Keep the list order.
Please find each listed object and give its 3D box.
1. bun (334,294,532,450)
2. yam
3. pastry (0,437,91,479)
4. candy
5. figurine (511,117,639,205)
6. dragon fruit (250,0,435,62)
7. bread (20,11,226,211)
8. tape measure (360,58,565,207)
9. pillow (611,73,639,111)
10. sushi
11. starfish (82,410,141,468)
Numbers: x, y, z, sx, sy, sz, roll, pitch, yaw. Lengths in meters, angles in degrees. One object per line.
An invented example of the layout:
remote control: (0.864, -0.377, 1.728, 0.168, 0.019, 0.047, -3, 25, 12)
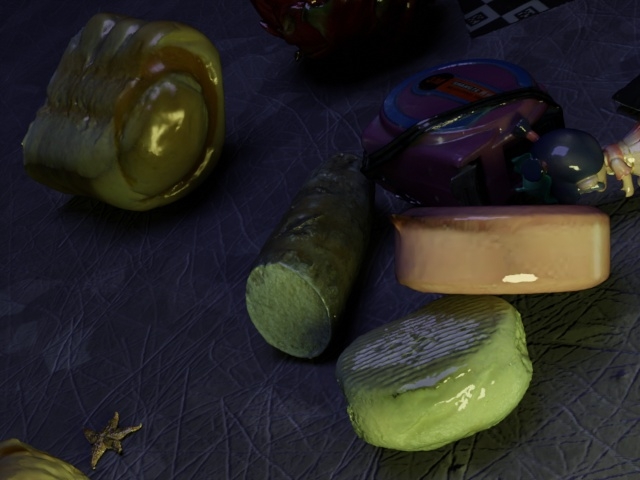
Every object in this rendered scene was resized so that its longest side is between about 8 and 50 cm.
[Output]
bun: (0.129, 0.147, 1.567, 0.221, 0.108, 0.221, -20, 22, 9)
yam: (0.000, 0.000, 1.851, 0.133, 0.133, 0.330, -8, 34, 26)
pastry: (-0.325, 0.385, 1.353, 0.388, 0.312, 0.388, -21, 20, 8)
candy: (0.195, 0.007, 1.624, 0.255, 0.094, 0.255, -1, 2, 0)
figurine: (0.323, -0.094, 1.739, 0.195, 0.102, 0.111, -11, 31, -6)
dragon fruit: (0.036, -0.430, 2.295, 0.329, 0.329, 0.329, -18, 33, 12)
bread: (-0.270, -0.190, 2.235, 0.341, 0.210, 0.300, 9, 79, 50)
tape measure: (0.179, -0.124, 1.864, 0.245, 0.149, 0.231, -33, 32, -26)
pillow: (0.477, -0.190, 1.853, 0.141, 0.055, 0.208, -35, 32, -2)
sushi: (0.364, -0.478, 2.339, 0.339, 0.069, 0.320, -19, 33, 11)
starfish: (-0.268, 0.246, 1.793, 0.086, 0.016, 0.092, -7, 39, 31)
